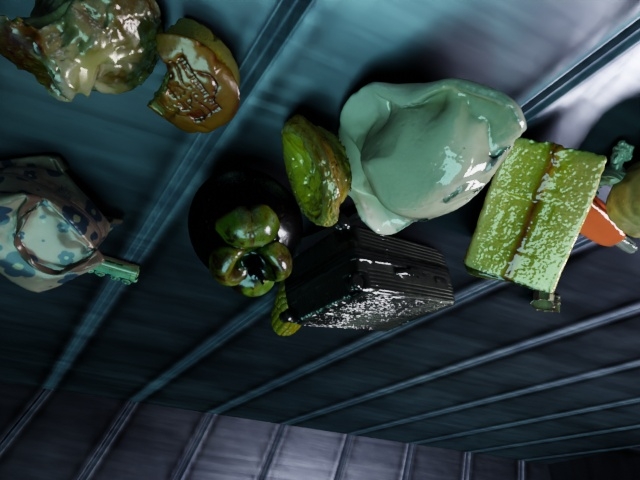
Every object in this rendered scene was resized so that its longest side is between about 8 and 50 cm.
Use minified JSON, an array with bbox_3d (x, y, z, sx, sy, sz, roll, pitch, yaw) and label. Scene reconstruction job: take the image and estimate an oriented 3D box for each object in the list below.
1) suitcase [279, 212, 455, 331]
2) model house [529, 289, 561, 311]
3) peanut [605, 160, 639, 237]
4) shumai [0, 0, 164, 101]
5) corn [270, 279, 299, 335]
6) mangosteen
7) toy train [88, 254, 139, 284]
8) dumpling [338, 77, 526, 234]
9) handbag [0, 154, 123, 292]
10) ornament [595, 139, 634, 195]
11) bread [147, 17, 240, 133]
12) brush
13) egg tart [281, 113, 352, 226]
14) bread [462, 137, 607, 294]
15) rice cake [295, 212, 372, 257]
[{"bbox_3d":[0.102,0.088,0.886,0.334,0.152,0.229,13,147,-39],"label":"suitcase"},{"bbox_3d":[0.570,0.154,1.060,0.083,0.058,0.058,12,173,-41],"label":"model house"},{"bbox_3d":[0.627,-0.104,0.627,0.340,0.174,0.159,-35,84,35],"label":"peanut"},{"bbox_3d":[-0.315,-0.252,0.542,0.209,0.153,0.161,-13,132,26],"label":"shumai"},{"bbox_3d":[-0.072,0.172,1.101,0.106,0.106,0.305,10,147,-8],"label":"corn"},{"bbox_3d":[-0.135,-0.016,0.754,0.242,0.243,0.243,3,143,2],"label":"mangosteen"},{"bbox_3d":[-0.544,0.071,1.067,0.147,0.038,0.071,20,137,-18],"label":"toy train"},{"bbox_3d":[0.148,-0.150,0.642,0.243,0.187,0.318,44,142,4],"label":"dumpling"},{"bbox_3d":[-0.549,-0.036,0.821,0.193,0.190,0.252,-18,134,11],"label":"handbag"},{"bbox_3d":[0.493,-0.118,0.706,0.041,0.068,0.092,30,101,10],"label":"ornament"},{"bbox_3d":[-0.177,-0.228,0.602,0.125,0.086,0.156,17,142,-18],"label":"bread"},{"bbox_3d":[0.526,-0.042,0.802,0.323,0.051,0.070,24,136,-24],"label":"brush"},{"bbox_3d":[-0.003,-0.118,0.686,0.074,0.191,0.191,-23,145,-16],"label":"egg tart"},{"bbox_3d":[0.388,-0.057,0.765,0.167,0.163,0.264,20,117,19],"label":"bread"},{"bbox_3d":[0.003,0.001,0.911,0.290,0.051,0.081,-17,138,25],"label":"rice cake"}]
